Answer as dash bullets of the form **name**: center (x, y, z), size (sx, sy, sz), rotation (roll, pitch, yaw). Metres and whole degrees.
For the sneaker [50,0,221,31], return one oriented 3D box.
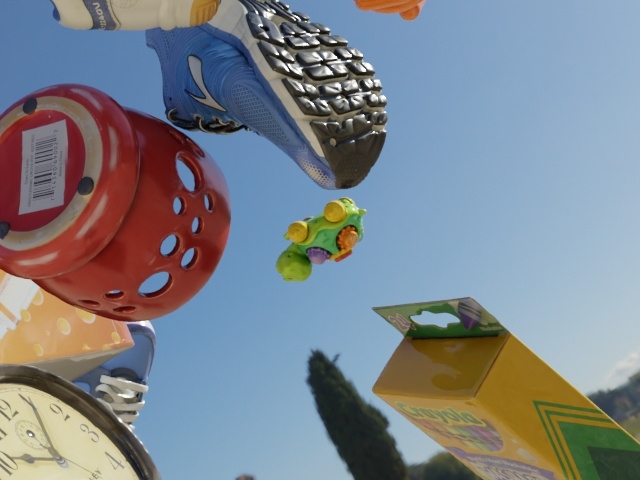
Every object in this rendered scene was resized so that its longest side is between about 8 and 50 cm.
- **sneaker**: center (-0.162, -0.286, 0.624), size (0.131, 0.296, 0.112), rotation (-12, -17, -14)

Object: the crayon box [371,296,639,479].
- **crayon box**: center (0.197, 0.193, 0.931), size (0.083, 0.323, 0.203), rotation (-55, 16, -20)

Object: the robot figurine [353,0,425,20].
- **robot figurine**: center (0.092, -0.367, 1.084), size (0.128, 0.158, 0.219), rotation (-47, 15, 42)

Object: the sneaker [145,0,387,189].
- **sneaker**: center (-0.063, -0.148, 0.831), size (0.129, 0.330, 0.147), rotation (-6, -46, -42)

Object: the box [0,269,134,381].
- **box**: center (-0.407, 0.074, 0.992), size (0.168, 0.215, 0.345), rotation (-29, -11, 19)

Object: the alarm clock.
- **alarm clock**: center (-0.161, 0.116, 0.461), size (0.064, 0.192, 0.129), rotation (-44, 1, 10)

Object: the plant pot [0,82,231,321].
- **plant pot**: center (-0.201, -0.034, 0.780), size (0.191, 0.191, 0.174), rotation (-33, -26, 13)

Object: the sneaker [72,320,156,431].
- **sneaker**: center (-0.309, 0.294, 1.294), size (0.130, 0.236, 0.323), rotation (29, -83, -41)

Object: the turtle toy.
- **turtle toy**: center (0.000, 0.000, 1.040), size (0.130, 0.066, 0.095), rotation (-30, -1, 14)
